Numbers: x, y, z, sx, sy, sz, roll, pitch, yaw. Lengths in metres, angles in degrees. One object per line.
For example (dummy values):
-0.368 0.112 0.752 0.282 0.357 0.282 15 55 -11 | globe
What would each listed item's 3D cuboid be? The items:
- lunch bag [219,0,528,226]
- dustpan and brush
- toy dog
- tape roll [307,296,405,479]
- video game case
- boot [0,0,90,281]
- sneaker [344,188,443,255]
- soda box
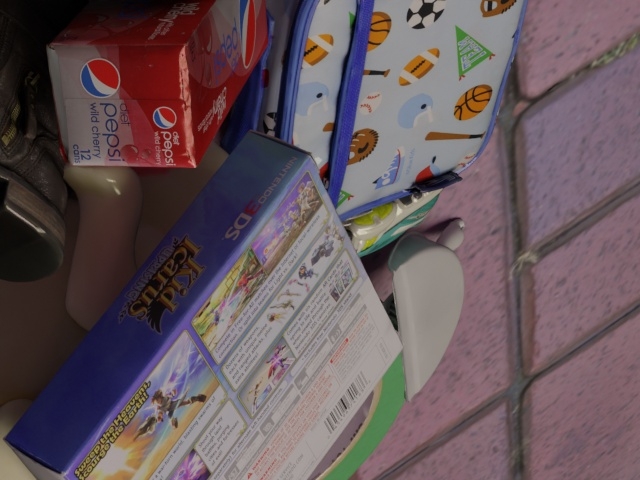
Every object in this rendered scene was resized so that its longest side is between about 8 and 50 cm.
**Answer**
0.039 -0.142 1.593 0.243 0.115 0.303 -20 141 -28 | lunch bag
0.104 0.037 1.863 0.211 0.060 0.147 -42 134 -44 | dustpan and brush
-0.169 0.087 1.452 0.408 0.284 0.395 -41 122 -31 | toy dog
-0.058 0.168 1.889 0.321 0.077 0.321 -29 146 -22 | tape roll
-0.068 0.101 1.345 0.269 0.061 0.244 -53 146 -20 | video game case
-0.226 -0.121 1.242 0.091 0.229 0.263 -16 137 25 | boot
0.000 0.000 1.734 0.275 0.107 0.110 -26 154 -25 | sneaker
-0.100 -0.131 1.317 0.263 0.092 0.083 -68 157 -65 | soda box
